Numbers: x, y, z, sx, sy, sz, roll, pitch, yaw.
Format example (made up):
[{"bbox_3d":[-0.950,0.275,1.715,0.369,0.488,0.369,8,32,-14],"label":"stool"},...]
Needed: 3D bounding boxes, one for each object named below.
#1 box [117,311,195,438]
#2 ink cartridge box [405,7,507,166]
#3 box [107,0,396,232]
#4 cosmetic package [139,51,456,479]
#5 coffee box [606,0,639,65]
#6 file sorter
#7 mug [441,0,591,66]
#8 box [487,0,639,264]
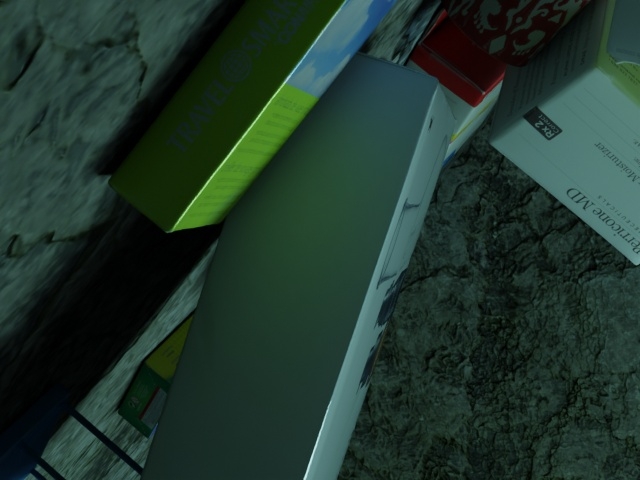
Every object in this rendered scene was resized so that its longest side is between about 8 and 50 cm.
[{"bbox_3d":[-0.102,0.091,1.109,0.179,0.043,0.105,-48,175,-39],"label":"box"},{"bbox_3d":[0.134,-0.159,1.149,0.134,0.078,0.231,-47,173,-31],"label":"ink cartridge box"},{"bbox_3d":[-0.018,-0.085,0.578,0.178,0.042,0.109,-51,175,8],"label":"box"},{"bbox_3d":[-0.017,0.076,0.783,0.284,0.097,0.377,-7,116,-80],"label":"cosmetic package"},{"bbox_3d":[0.414,-0.274,0.756,0.338,0.337,0.334,-45,148,-46],"label":"coffee box"},{"bbox_3d":[-0.193,0.198,0.756,0.170,0.104,0.118,-45,172,-40],"label":"file sorter"},{"bbox_3d":[0.187,-0.229,0.952,0.169,0.113,0.150,-50,174,29],"label":"mug"},{"bbox_3d":[0.254,-0.113,1.014,0.119,0.181,0.182,-37,-156,42],"label":"box"}]
